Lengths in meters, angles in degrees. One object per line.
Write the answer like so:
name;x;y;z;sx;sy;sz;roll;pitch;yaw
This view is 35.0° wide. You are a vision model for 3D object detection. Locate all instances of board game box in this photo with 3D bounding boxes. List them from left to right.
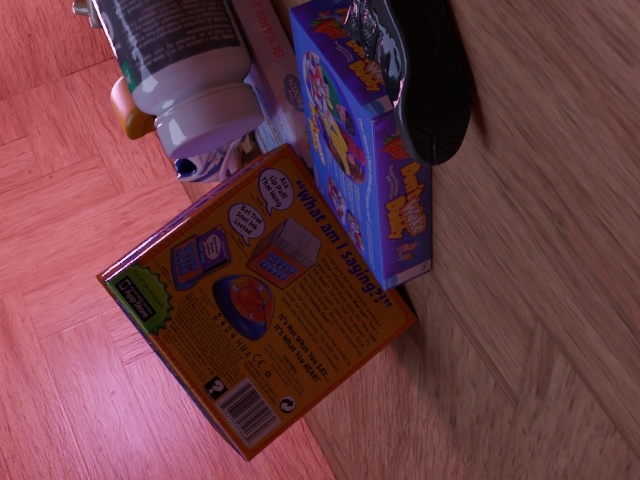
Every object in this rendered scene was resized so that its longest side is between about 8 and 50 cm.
board game box;-0.124;0.096;1.724;0.356;0.356;0.356;54;168;-8
board game box;-0.075;-0.234;1.783;0.318;0.066;0.319;124;122;-77
board game box;0.059;-0.125;1.366;0.233;0.078;0.347;58;166;35

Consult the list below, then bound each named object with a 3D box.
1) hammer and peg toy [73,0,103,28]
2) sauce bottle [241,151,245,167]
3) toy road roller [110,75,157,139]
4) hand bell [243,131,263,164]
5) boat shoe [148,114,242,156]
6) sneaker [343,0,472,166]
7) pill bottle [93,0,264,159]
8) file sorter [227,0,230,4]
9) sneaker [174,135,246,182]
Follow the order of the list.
hammer and peg toy;-0.440;-0.667;2.161;0.266;0.127;0.361;-58;-28;-49
sauce bottle;-0.206;-0.203;2.494;0.128;0.042;0.042;-126;17;-52
toy road roller;-0.403;-0.388;2.516;0.202;0.240;0.329;59;166;31
hand bell;-0.135;-0.209;2.083;0.126;0.126;0.242;96;161;-68
boat shoe;-0.253;-0.282;2.037;0.342;0.123;0.123;40;-124;-54
sneaker;0.091;-0.194;1.079;0.130;0.087;0.227;-148;39;-73
pill bottle;-0.236;-0.330;1.649;0.204;0.204;0.361;138;109;-78
file sorter;-0.224;-0.404;1.864;0.104;0.170;0.118;50;161;46
sneaker;-0.215;-0.207;1.916;0.296;0.131;0.112;100;152;-49
